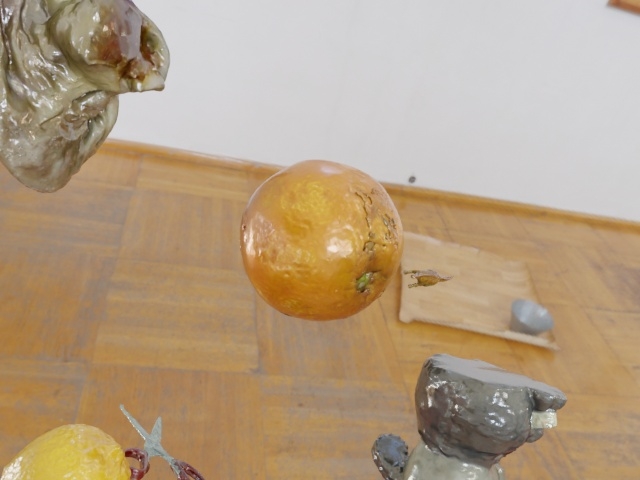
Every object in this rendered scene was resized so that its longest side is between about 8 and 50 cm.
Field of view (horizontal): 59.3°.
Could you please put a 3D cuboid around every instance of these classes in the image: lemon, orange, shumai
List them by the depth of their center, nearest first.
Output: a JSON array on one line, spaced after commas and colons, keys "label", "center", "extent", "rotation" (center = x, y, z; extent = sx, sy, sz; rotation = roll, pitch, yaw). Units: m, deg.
[{"label": "shumai", "center": [-0.209, -0.153, 0.484], "extent": [0.153, 0.161, 0.209], "rotation": [-14, 62, 10]}, {"label": "lemon", "center": [-0.322, 0.310, 0.697], "extent": [0.142, 0.187, 0.142], "rotation": [45, 7, -7]}, {"label": "orange", "center": [0.000, 0.000, 0.843], "extent": [0.246, 0.246, 0.246], "rotation": [13, 33, -9]}]

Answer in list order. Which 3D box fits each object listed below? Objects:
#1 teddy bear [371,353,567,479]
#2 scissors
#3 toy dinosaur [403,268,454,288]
[{"label": "teddy bear", "center": [0.151, 0.242, 0.650], "extent": [0.144, 0.250, 0.171], "rotation": [10, 16, -39]}, {"label": "scissors", "center": [-0.271, 0.328, 0.909], "extent": [0.144, 0.017, 0.248], "rotation": [31, -5, -27]}, {"label": "toy dinosaur", "center": [0.153, 0.054, 0.806], "extent": [0.113, 0.041, 0.026], "rotation": [10, 71, -51]}]
